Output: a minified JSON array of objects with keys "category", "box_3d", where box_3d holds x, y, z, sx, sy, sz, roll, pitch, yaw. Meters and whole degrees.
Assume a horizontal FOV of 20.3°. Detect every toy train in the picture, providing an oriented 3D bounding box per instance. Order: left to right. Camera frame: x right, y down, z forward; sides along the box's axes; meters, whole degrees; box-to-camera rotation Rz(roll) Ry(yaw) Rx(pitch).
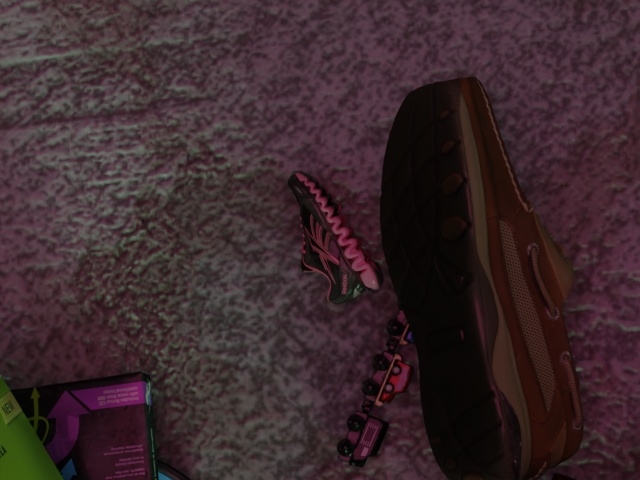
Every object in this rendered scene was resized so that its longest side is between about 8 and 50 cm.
[{"category":"toy train","box_3d":[0.056,0.110,1.452,0.036,0.027,0.158,22,88,7]}]

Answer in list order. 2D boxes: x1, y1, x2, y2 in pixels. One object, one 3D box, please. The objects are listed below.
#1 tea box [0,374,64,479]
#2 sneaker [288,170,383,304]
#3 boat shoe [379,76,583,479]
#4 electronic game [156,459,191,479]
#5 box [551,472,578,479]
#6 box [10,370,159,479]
[{"category":"tea box","box_3d":[-0.343,0.297,1.326,0.329,0.220,0.323,-27,97,16]},{"category":"sneaker","box_3d":[0.000,0.000,1.465,0.057,0.047,0.119,-34,80,14]},{"category":"boat shoe","box_3d":[0.134,0.034,1.413,0.120,0.122,0.324,-7,88,-34]},{"category":"electronic game","box_3d":[-0.177,0.285,1.455,0.229,0.048,0.229,-1,85,7]},{"category":"box","box_3d":[0.211,0.251,1.303,0.128,0.257,0.123,21,87,8]},{"category":"box","box_3d":[-0.188,0.193,1.437,0.116,0.029,0.162,-9,77,8]}]
